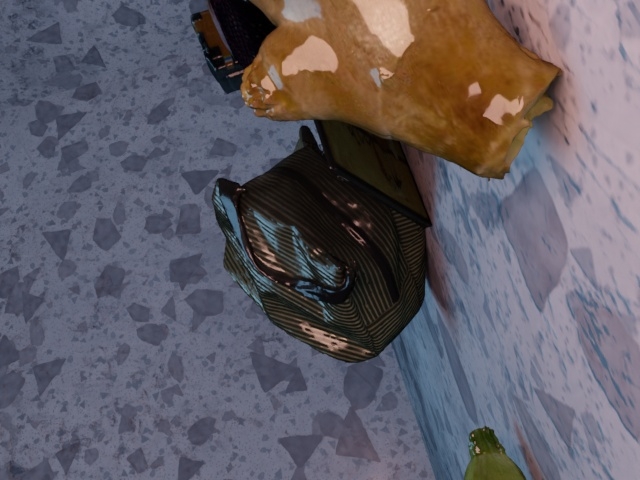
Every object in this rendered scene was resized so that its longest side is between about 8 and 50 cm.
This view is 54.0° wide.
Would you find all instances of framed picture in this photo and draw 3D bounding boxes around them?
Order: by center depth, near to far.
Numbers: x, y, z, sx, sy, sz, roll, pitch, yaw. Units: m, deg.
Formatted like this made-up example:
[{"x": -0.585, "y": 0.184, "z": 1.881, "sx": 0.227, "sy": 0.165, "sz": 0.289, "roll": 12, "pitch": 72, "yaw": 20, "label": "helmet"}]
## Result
[{"x": 0.033, "y": -0.190, "z": 0.788, "sx": 0.255, "sy": 0.014, "sz": 0.338, "roll": 23, "pitch": -136, "yaw": -55, "label": "framed picture"}]

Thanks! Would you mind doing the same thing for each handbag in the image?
[{"x": 0.000, "y": 0.000, "z": 0.956, "sx": 0.341, "sy": 0.247, "sz": 0.240, "roll": 36, "pitch": 147, "yaw": 27, "label": "handbag"}]

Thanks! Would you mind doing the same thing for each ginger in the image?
[{"x": -0.031, "y": -0.190, "z": 0.333, "sx": 0.166, "sy": 0.236, "sz": 0.375, "roll": 126, "pitch": 125, "yaw": -71, "label": "ginger"}]

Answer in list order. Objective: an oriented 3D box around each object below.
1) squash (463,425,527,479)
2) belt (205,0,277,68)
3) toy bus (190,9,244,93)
[{"x": 0.201, "y": 0.361, "z": 0.588, "sx": 0.118, "sy": 0.118, "sz": 0.370, "roll": 72, "pitch": -178, "yaw": -50, "label": "squash"}, {"x": -0.029, "y": -0.287, "z": 0.630, "sx": 0.164, "sy": 0.184, "sz": 0.289, "roll": 61, "pitch": -167, "yaw": -60, "label": "belt"}, {"x": -0.116, "y": -0.430, "z": 1.321, "sx": 0.138, "sy": 0.275, "sz": 0.167, "roll": 72, "pitch": 180, "yaw": -80, "label": "toy bus"}]
